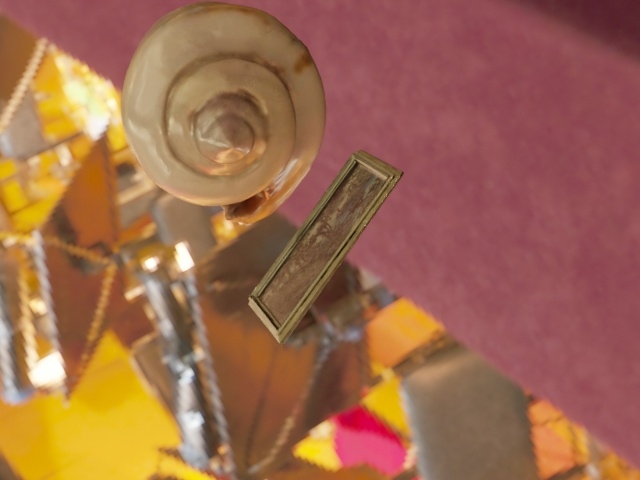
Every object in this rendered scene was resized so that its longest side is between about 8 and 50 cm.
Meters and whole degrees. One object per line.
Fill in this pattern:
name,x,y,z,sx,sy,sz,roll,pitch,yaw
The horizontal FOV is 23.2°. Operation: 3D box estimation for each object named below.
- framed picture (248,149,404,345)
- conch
framed picture,0.000,0.000,1.404,0.011,0.183,0.142,35,-178,-18
conch,-0.058,-0.115,1.085,0.158,0.127,0.255,43,-158,-26
